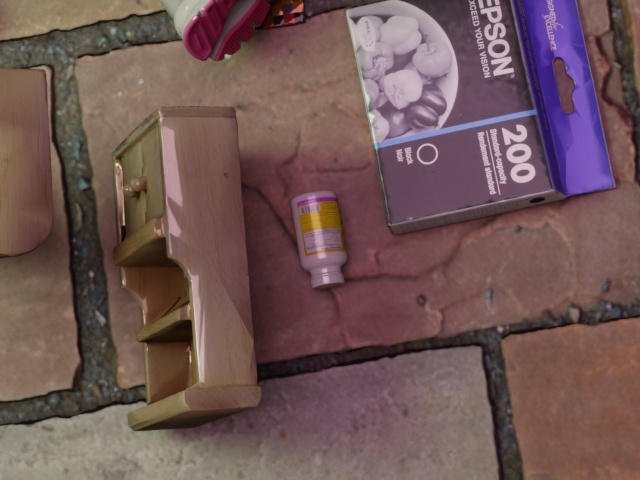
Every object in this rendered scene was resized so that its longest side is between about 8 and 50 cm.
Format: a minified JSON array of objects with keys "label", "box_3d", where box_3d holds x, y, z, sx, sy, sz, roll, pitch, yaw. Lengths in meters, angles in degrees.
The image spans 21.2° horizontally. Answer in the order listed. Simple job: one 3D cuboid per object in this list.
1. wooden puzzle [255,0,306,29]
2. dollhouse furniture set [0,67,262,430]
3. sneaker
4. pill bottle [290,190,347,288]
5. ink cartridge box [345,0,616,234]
[{"label":"wooden puzzle","box_3d":[-0.041,-0.221,1.586,0.083,0.006,0.049,-8,80,7]},{"label":"dollhouse furniture set","box_3d":[-0.270,0.030,1.416,0.394,0.362,0.256,-1,78,-23]},{"label":"sneaker","box_3d":[-0.054,-0.282,1.548,0.252,0.103,0.111,-40,62,-11]},{"label":"pill bottle","box_3d":[0.000,0.000,1.529,0.043,0.043,0.083,-10,81,6]},{"label":"ink cartridge box","box_3d":[0.143,-0.127,1.529,0.208,0.045,0.206,-12,80,5]}]
